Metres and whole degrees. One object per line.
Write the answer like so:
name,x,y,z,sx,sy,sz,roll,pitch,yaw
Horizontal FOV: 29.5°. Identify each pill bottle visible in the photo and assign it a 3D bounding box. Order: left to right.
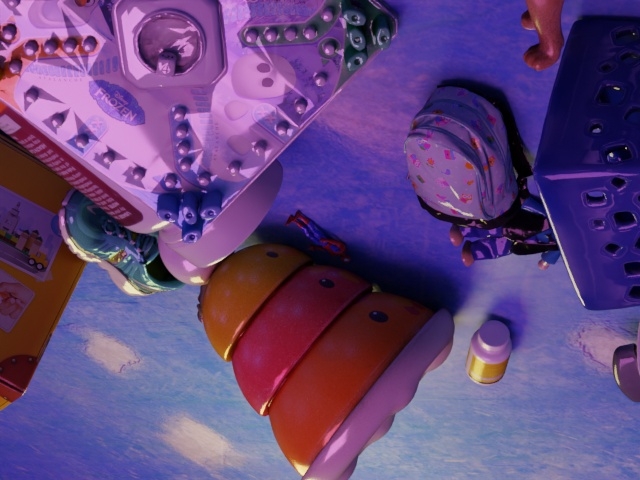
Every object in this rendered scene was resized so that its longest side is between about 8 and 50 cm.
pill bottle,-0.251,-0.152,1.612,0.392,0.224,0.224,41,146,-23
pill bottle,0.263,0.173,1.889,0.065,0.065,0.116,18,149,11

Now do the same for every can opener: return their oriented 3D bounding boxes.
can opener,0.498,0.229,1.786,0.095,0.076,0.283,-14,135,19

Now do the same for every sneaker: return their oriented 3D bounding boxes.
sneaker,-0.312,0.000,1.946,0.110,0.107,0.275,2,152,34

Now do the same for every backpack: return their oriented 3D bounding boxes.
backpack,0.174,-0.100,1.496,0.152,0.115,0.182,13,144,24

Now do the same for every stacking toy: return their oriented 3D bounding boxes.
stacking toy,-0.066,0.122,1.880,0.480,0.350,0.350,39,150,8

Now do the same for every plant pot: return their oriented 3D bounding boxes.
plant pot,0.371,-0.083,1.280,0.212,0.236,0.236,-2,140,28

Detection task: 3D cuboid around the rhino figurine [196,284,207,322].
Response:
rhino figurine,-0.099,0.124,2.066,0.243,0.073,0.106,16,151,12

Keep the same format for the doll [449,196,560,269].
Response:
doll,0.274,-0.006,1.631,0.189,0.046,0.129,-10,125,35

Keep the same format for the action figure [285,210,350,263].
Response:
action figure,0.000,0.000,1.854,0.115,0.030,0.038,34,143,-17

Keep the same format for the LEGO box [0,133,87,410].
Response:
LEGO box,-0.634,-0.008,1.924,0.500,0.372,0.193,32,148,-18

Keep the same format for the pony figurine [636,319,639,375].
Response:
pony figurine,0.548,0.238,1.579,0.303,0.351,0.363,14,166,24

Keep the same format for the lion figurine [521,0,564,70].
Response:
lion figurine,0.285,-0.284,1.154,0.392,0.142,0.240,-1,134,14

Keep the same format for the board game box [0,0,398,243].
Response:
board game box,-0.175,-0.227,1.408,0.390,0.050,0.390,37,113,-21
